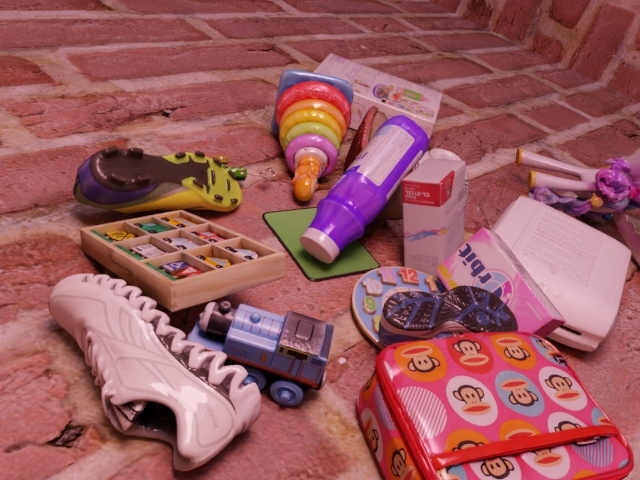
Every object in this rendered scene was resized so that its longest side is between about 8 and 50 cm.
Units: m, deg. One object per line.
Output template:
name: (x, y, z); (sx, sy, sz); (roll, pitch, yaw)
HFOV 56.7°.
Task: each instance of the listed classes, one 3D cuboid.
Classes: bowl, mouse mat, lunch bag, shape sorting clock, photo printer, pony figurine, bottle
bowl: (0.265, -0.151, 1.311); (0.170, 0.080, 0.170); (13, 35, -9)
mouse mat: (0.000, 0.000, 1.038); (0.152, 0.007, 0.190); (-8, 41, -33)
lunch bag: (0.209, 0.240, 0.709); (0.292, 0.120, 0.258); (-1, 42, -24)
shape sorting clock: (0.147, 0.112, 0.919); (0.206, 0.040, 0.206); (12, 34, -9)
photo printer: (0.410, 0.055, 1.063); (0.255, 0.107, 0.307); (30, 36, 17)
pony figurine: (0.628, -0.104, 1.289); (0.362, 0.303, 0.351); (5, 24, 8)
bottle: (0.073, -0.087, 1.008); (0.092, 0.118, 0.283); (40, 69, -4)

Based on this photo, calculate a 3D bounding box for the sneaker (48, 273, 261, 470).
sneaker: (-0.210, 0.139, 0.664); (0.292, 0.110, 0.118); (30, 44, 17)

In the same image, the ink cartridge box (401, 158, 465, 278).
ink cartridge box: (0.198, -0.039, 1.029); (0.072, 0.175, 0.127); (9, 27, 28)

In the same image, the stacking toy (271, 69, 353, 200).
stacking toy: (-0.020, -0.191, 1.193); (0.165, 0.175, 0.302); (10, 46, -8)

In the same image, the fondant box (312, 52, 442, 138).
fondant box: (0.138, -0.360, 1.535); (0.330, 0.096, 0.238); (20, 34, 4)

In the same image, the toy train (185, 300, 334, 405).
toy train: (-0.074, 0.131, 0.729); (0.184, 0.105, 0.080); (18, 34, -1)

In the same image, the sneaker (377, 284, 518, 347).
sneaker: (0.177, 0.116, 0.838); (0.211, 0.081, 0.080); (5, 48, -14)

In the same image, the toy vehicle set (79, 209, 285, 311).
toy vehicle set: (-0.195, 0.016, 0.813); (0.165, 0.035, 0.266); (-16, 25, -40)

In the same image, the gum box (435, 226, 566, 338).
gum box: (0.271, 0.079, 0.922); (0.062, 0.107, 0.189); (16, 37, -49)

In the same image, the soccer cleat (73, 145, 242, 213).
soccer cleat: (-0.256, -0.087, 0.963); (0.289, 0.121, 0.094); (4, 64, -48)

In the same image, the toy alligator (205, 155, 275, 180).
toy alligator: (-0.179, -0.122, 1.091); (0.189, 0.056, 0.051); (-1, -2, -26)

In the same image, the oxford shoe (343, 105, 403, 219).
oxford shoe: (0.122, -0.155, 1.227); (0.130, 0.123, 0.348); (18, 44, -6)
